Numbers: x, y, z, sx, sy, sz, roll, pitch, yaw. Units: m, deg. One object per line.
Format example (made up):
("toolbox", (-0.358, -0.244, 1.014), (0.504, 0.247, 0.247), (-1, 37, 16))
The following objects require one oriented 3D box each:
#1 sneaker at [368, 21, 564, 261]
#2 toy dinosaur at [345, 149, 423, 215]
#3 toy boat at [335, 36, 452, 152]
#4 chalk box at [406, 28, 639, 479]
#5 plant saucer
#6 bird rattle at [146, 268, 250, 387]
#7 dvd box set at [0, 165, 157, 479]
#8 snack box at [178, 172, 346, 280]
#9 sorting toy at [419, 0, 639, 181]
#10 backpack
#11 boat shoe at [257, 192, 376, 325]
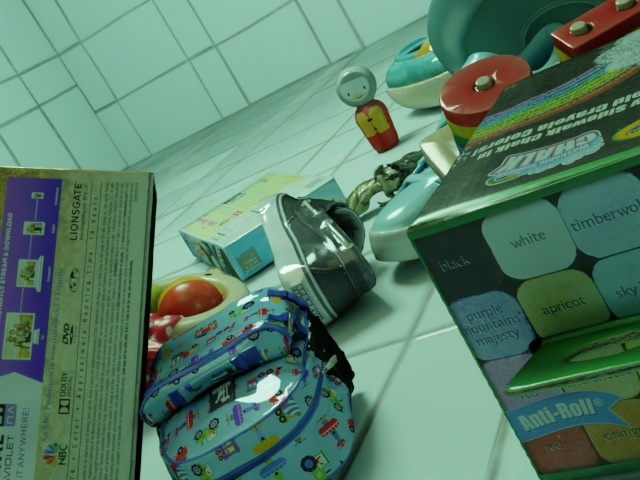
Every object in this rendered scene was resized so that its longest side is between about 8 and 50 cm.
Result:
("sneaker", (0.167, -0.118, 1.011), (0.366, 0.150, 0.135), (-38, 16, -28))
("toy dinosaur", (0.136, -0.093, 1.174), (0.268, 0.064, 0.118), (-25, 9, 8))
("toy boat", (0.169, -0.285, 1.567), (0.318, 0.148, 0.267), (-37, 16, -27))
("chalk box", (0.182, 0.008, 0.517), (0.180, 0.179, 0.289), (-19, 19, 34))
("plant saucer", (0.287, -0.260, 1.090), (0.318, 0.318, 0.043), (-22, 56, 29))
("bird rattle", (-0.181, 0.085, 1.078), (0.207, 0.143, 0.253), (-17, 14, -17))
("dvd box set", (-0.344, 0.088, 0.701), (0.421, 0.307, 0.062), (1, -18, -6))
("snack box", (-0.096, -0.030, 1.404), (0.187, 0.060, 0.322), (-33, 15, -14))
("sorting toy", (0.234, -0.110, 0.808), (0.256, 0.089, 0.257), (-30, 36, 1))
("backpack", (-0.055, 0.131, 0.685), (0.158, 0.116, 0.173), (-29, 17, 9))
("boat shoe", (0.000, 0.000, 1.031), (0.102, 0.108, 0.301), (-30, 17, 2))
